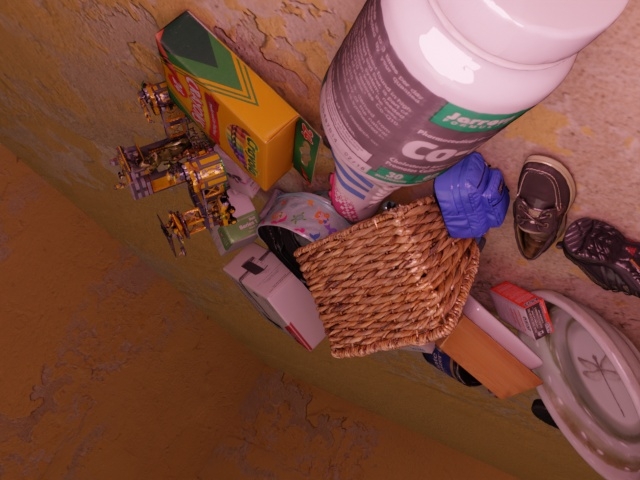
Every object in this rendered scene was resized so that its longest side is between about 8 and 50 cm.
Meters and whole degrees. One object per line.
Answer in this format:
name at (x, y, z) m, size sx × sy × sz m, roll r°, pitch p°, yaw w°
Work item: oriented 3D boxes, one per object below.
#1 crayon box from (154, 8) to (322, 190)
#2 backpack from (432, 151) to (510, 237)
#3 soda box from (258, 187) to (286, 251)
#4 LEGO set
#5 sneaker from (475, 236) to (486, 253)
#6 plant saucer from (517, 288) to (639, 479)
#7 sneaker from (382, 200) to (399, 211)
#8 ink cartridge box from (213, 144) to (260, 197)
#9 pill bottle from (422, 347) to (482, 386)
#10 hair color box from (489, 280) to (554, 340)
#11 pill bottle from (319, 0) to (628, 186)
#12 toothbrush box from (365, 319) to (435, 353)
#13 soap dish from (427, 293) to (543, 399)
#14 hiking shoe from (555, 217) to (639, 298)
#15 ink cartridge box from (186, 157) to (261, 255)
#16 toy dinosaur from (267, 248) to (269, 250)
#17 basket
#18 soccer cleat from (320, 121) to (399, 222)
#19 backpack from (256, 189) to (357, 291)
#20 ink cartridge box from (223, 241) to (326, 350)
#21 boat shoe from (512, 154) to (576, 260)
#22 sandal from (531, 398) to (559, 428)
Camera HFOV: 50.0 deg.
crayon box at (-0.141, -0.217, 1.182) m, size 0.318 × 0.081 × 0.202 m, roll 44°, pitch 163°, yaw 11°
backpack at (0.231, -0.078, 1.056) m, size 0.101 × 0.098 × 0.120 m, roll -8°, pitch 132°, yaw 31°
soda box at (-0.073, -0.010, 1.696) m, size 0.098 × 0.091 × 0.286 m, roll 26°, pitch 161°, yaw 15°
LEGO set at (-0.318, -0.143, 1.362) m, size 0.331 × 0.192 × 0.255 m, roll 61°, pitch 163°, yaw 22°
sneaker at (0.236, 0.018, 1.322) m, size 0.082 × 0.069 × 0.209 m, roll 39°, pitch 161°, yaw -9°
plant saucer at (0.520, 0.262, 1.286) m, size 0.400 × 0.100 × 0.400 m, roll 158°, pitch 90°, yaw -82°
sneaker at (0.134, -0.046, 1.366) m, size 0.069 × 0.038 × 0.098 m, roll 10°, pitch 151°, yaw 46°
ink cartridge box at (-0.147, -0.163, 1.407) m, size 0.061 × 0.104 × 0.181 m, roll 26°, pitch 161°, yaw 20°
pill bottle at (0.326, 0.268, 1.698) m, size 0.123 × 0.123 × 0.219 m, roll 40°, pitch 172°, yaw -24°
hair color box at (0.382, 0.132, 1.313) m, size 0.072 × 0.043 × 0.141 m, roll 67°, pitch 173°, yaw -16°
pill bottle at (0.136, -0.201, 0.717) m, size 0.204 × 0.204 × 0.361 m, roll 33°, pitch 162°, yaw -5°
toothbrush box at (0.142, 0.144, 1.690) m, size 0.295 × 0.126 × 0.216 m, roll 39°, pitch 161°, yaw -17°
soap dish at (0.296, 0.179, 1.399) m, size 0.229 × 0.118 × 0.291 m, roll 40°, pitch -174°, yaw -19°
hiking shoe at (0.469, 0.043, 1.033) m, size 0.227 × 0.086 × 0.114 m, roll 34°, pitch 176°, yaw 13°
ink cartridge box at (-0.228, -0.090, 1.595) m, size 0.219 × 0.092 × 0.160 m, roll 64°, pitch 160°, yaw 3°
toy dinosaur at (-0.082, 0.112, 1.988) m, size 0.296 × 0.127 × 0.200 m, roll 45°, pitch 175°, yaw -10°
basket at (0.138, 0.060, 1.212) m, size 0.299 × 0.213 × 0.223 m, roll -24°, pitch 86°, yaw 48°
soccer cleat at (0.088, -0.107, 1.157) m, size 0.143 × 0.116 × 0.331 m, roll 29°, pitch 161°, yaw 22°
backpack at (0.000, 0.000, 1.452) m, size 0.253 × 0.191 × 0.225 m, roll 40°, pitch 160°, yaw -28°
ink cartridge box at (-0.102, 0.133, 1.717) m, size 0.197 × 0.114 × 0.273 m, roll 54°, pitch 165°, yaw -30°
boat shoe at (0.327, -0.040, 1.024) m, size 0.080 × 0.073 × 0.223 m, roll 22°, pitch 159°, yaw 26°
sandal at (0.713, 0.419, 1.568) m, size 0.445 × 0.107 × 0.167 m, roll 12°, pitch 155°, yaw 16°
